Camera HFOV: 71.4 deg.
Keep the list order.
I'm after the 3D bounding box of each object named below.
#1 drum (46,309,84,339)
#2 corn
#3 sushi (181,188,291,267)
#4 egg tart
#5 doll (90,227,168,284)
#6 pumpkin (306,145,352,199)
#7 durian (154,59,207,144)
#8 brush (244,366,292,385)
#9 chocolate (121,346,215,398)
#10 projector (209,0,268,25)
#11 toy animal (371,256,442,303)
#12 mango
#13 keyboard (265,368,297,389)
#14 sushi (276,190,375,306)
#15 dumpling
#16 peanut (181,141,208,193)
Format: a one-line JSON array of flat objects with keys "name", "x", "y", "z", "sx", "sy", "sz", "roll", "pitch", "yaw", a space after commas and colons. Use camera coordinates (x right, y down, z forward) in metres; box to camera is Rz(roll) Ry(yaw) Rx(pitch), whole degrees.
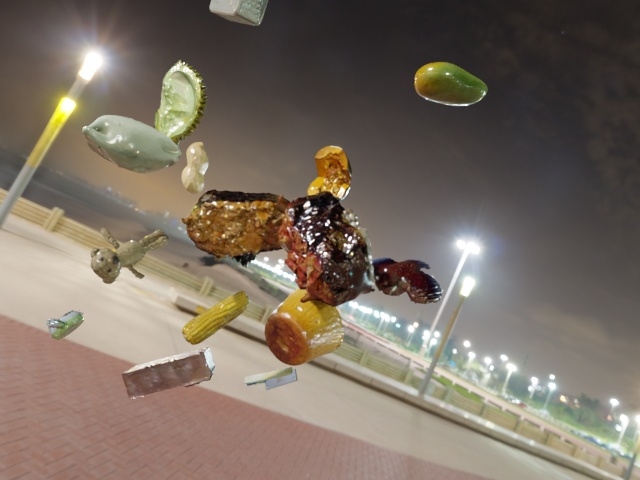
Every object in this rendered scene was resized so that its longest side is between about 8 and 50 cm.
[{"name": "drum", "x": -0.916, "y": 0.303, "z": 1.546, "sx": 0.049, "sy": 0.130, "sz": 0.253, "roll": 48, "pitch": -5, "yaw": 0}, {"name": "corn", "x": -0.319, "y": 0.239, "z": 1.385, "sx": 0.080, "sy": 0.231, "sz": 0.080, "roll": 46, "pitch": -23, "yaw": 27}, {"name": "sushi", "x": -0.231, "y": -0.031, "z": 1.374, "sx": 0.348, "sy": 0.234, "sz": 0.207, "roll": -2, "pitch": 17, "yaw": -6}, {"name": "egg tart", "x": -0.057, "y": 0.241, "z": 1.195, "sx": 0.202, "sy": 0.203, "sz": 0.147, "roll": 21, "pitch": 26, "yaw": 29}, {"name": "doll", "x": -0.651, "y": 0.049, "z": 1.545, "sx": 0.091, "sy": 0.203, "sz": 0.286, "roll": -18, "pitch": -14, "yaw": 35}, {"name": "pumpkin", "x": 0.036, "y": -0.186, "z": 1.370, "sx": 0.119, "sy": 0.184, "sz": 0.107, "roll": 15, "pitch": -3, "yaw": 22}, {"name": "durian", "x": -0.592, "y": -0.574, "z": 1.899, "sx": 0.198, "sy": 0.394, "sz": 0.163, "roll": 18, "pitch": -4, "yaw": -24}, {"name": "brush", "x": -0.177, "y": 0.470, "z": 1.530, "sx": 0.178, "sy": 0.030, "sz": 0.033, "roll": -14, "pitch": 21, "yaw": 10}, {"name": "chocolate", "x": -0.535, "y": 0.472, "z": 1.612, "sx": 0.321, "sy": 0.112, "sz": 0.112, "roll": -15, "pitch": 4, "yaw": 3}, {"name": "projector", "x": -0.207, "y": -0.757, "z": 1.266, "sx": 0.099, "sy": 0.257, "sz": 0.192, "roll": 7, "pitch": 21, "yaw": -43}, {"name": "toy animal", "x": 0.203, "y": 0.088, "z": 1.141, "sx": 0.218, "sy": 0.116, "sz": 0.179, "roll": 30, "pitch": 5, "yaw": 33}, {"name": "mango", "x": 0.442, "y": -0.531, "z": 1.521, "sx": 0.251, "sy": 0.114, "sz": 0.156, "roll": 7, "pitch": -18, "yaw": -15}, {"name": "keyboard", "x": -0.178, "y": 0.624, "z": 2.000, "sx": 0.176, "sy": 0.055, "sz": 0.014, "roll": -25, "pitch": -30, "yaw": 25}, {"name": "sushi", "x": 0.000, "y": 0.000, "z": 1.092, "sx": 0.181, "sy": 0.196, "sz": 0.343, "roll": -10, "pitch": 37, "yaw": -21}, {"name": "dumpling", "x": -0.430, "y": -0.197, "z": 1.002, "sx": 0.216, "sy": 0.149, "sz": 0.105, "roll": 15, "pitch": 37, "yaw": -43}, {"name": "peanut", "x": -0.430, "y": -0.250, "z": 1.528, "sx": 0.082, "sy": 0.187, "sz": 0.082, "roll": 8, "pitch": -9, "yaw": 1}]
